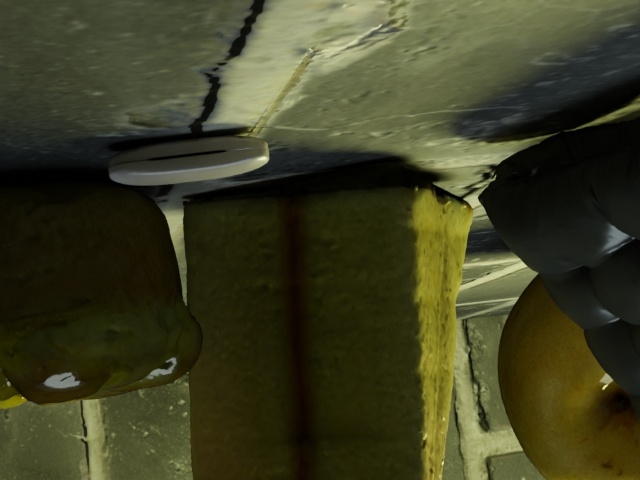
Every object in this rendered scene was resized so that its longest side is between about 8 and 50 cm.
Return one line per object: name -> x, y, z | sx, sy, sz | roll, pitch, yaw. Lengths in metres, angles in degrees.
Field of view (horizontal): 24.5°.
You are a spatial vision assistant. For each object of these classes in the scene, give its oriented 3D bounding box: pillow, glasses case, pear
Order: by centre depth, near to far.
glasses case -> -0.068, -0.041, 0.762 | 0.083, 0.021, 0.032 | -7, 176, -1
pillow -> 0.241, 0.022, 0.782 | 0.101, 0.228, 0.326 | -42, -169, -29
pear -> 0.332, 0.128, 1.495 | 0.314, 0.314, 0.314 | -7, 173, -1

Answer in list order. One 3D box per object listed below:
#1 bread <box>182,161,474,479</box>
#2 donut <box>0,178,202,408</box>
bread -> 0.011, 0.092, 0.980 | 0.168, 0.264, 0.163 | -3, 173, 20
donut -> -0.202, 0.043, 0.883 | 0.261, 0.128, 0.208 | -9, 174, 18
